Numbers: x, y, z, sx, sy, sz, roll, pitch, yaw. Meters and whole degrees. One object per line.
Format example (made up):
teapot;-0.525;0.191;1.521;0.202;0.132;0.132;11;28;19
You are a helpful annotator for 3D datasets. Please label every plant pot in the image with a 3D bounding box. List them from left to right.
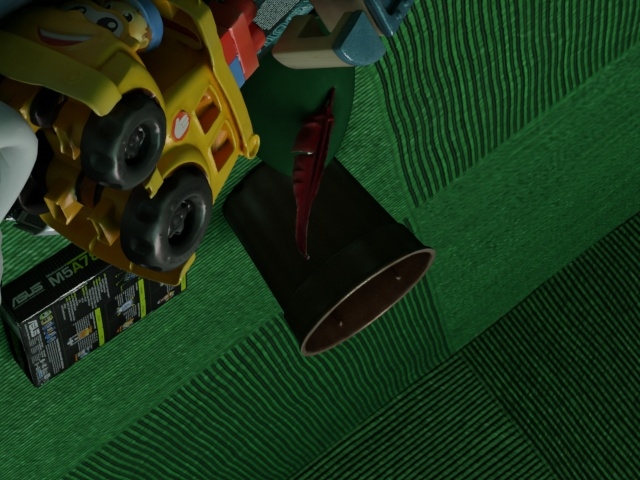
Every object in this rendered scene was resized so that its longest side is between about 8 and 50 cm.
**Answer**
plant pot;0.000;0.000;1.894;0.167;0.165;0.167;-34;164;-11

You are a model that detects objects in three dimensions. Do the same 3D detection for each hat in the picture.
hat;0.008;-0.076;1.648;0.208;0.183;0.173;-33;165;-19

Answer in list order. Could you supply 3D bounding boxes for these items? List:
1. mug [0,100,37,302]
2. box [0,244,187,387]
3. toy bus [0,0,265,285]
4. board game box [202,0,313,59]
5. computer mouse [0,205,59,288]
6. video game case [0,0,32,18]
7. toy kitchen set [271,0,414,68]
mug;-0.304;0.035;1.132;0.374;0.276;0.328;-41;169;-51
box;-0.210;0.048;1.790;0.184;0.045;0.191;-36;164;-15
toy bus;-0.125;-0.110;1.327;0.211;0.149;0.220;-53;150;-21
board game box;-0.088;-0.150;1.511;0.186;0.026;0.126;-42;165;16
computer mouse;-0.204;-0.022;1.456;0.193;0.106;0.042;-24;130;-28
video game case;-0.149;-0.222;1.161;0.274;0.026;0.196;-32;164;-17
toy kitchen set;0.035;-0.239;1.358;0.166;0.122;0.207;56;50;-36
